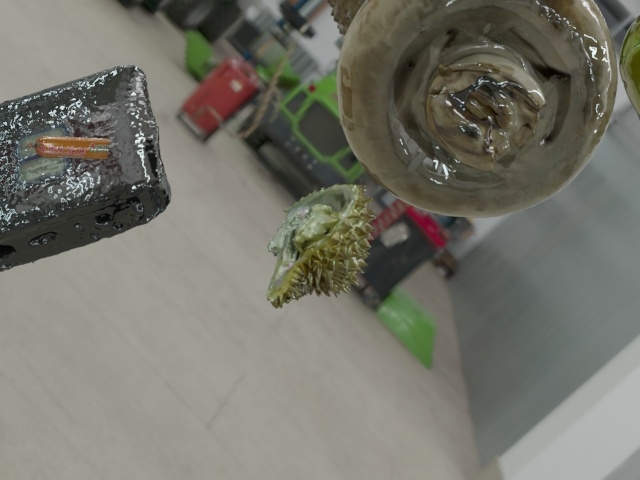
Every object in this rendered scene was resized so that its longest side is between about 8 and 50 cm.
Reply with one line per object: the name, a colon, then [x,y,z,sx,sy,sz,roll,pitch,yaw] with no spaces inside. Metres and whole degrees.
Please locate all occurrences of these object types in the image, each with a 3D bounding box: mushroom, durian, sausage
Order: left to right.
sausage: [-0.339,-0.126,1.555,0.107,0.031,0.031,1,32,-24]
durian: [0.000,0.000,1.822,0.166,0.172,0.306,16,36,3]
mushroom: [0.197,-0.187,1.458,0.362,0.362,0.295,44,19,-17]

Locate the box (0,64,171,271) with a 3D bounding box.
box: [-0.423,-0.121,1.822,0.091,0.359,0.350,76,-5,-46]

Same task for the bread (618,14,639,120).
bread: [0.577,-0.178,1.606,0.377,0.251,0.208,59,-3,-8]

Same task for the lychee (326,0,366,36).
lychee: [0.194,-0.538,2.532,0.432,0.380,0.380,44,8,7]
